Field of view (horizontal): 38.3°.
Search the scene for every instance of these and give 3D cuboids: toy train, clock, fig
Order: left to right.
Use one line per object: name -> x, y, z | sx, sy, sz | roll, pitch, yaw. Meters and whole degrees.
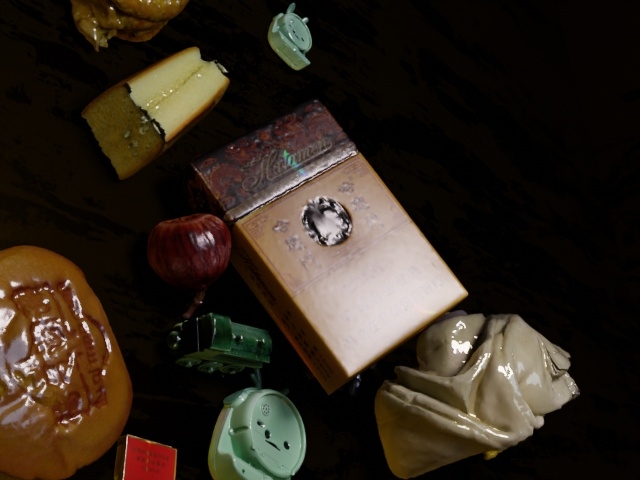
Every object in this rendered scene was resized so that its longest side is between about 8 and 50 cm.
fig -> -0.196, 0.027, 1.351 | 0.128, 0.128, 0.150 | 31, 63, -42
toy train -> -0.142, 0.154, 1.354 | 0.171, 0.111, 0.071 | 20, 60, -48
clock -> -0.086, 0.292, 1.390 | 0.159, 0.066, 0.210 | 42, 40, -35
clock -> -0.058, -0.420, 1.874 | 0.101, 0.041, 0.135 | 39, 43, -36

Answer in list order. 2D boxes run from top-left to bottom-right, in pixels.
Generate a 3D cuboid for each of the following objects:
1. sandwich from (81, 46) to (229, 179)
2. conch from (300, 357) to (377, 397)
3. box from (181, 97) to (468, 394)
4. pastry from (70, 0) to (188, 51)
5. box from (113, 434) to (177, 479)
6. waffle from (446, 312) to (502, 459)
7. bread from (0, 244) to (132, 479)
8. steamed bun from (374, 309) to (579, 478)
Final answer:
sandwich -> -0.244, -0.207, 1.413 | 0.122, 0.128, 0.235 | 55, 34, -11
conch -> 0.019, 0.108, 1.560 | 0.241, 0.186, 0.312 | -8, 92, -32
box -> 0.000, 0.000, 1.454 | 0.264, 0.116, 0.415 | -31, 79, -26
pastry -> -0.310, -0.441, 1.450 | 0.240, 0.132, 0.235 | 62, 33, -6
box -> -0.231, 0.328, 1.203 | 0.090, 0.023, 0.133 | 30, 48, -40
waffle -> 0.343, 0.313, 1.986 | 0.329, 0.062, 0.329 | 33, 45, -41
bread -> -0.341, 0.143, 1.042 | 0.270, 0.148, 0.269 | 31, 48, -42
steamed bun -> 0.260, 0.246, 1.657 | 0.394, 0.347, 0.237 | -21, 87, -20
